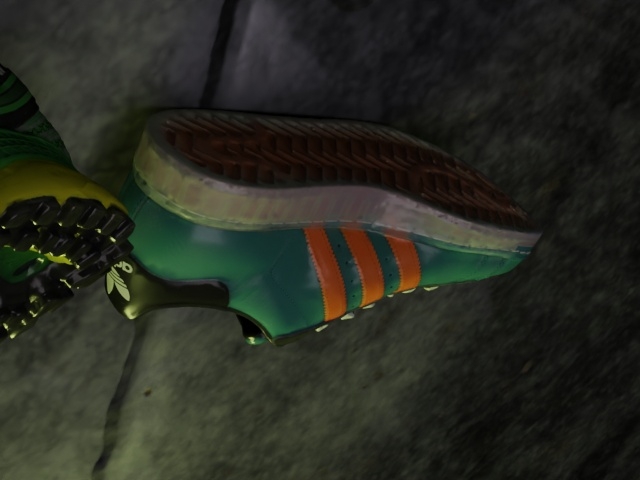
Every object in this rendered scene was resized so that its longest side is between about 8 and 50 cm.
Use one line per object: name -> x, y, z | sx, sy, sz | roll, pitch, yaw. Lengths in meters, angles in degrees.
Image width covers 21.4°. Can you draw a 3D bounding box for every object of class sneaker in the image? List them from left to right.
sneaker -> -0.209, -0.045, 0.699 | 0.134, 0.146, 0.343 | -39, 163, 5
sneaker -> 0.000, 0.000, 1.028 | 0.302, 0.108, 0.121 | 7, 123, -38
